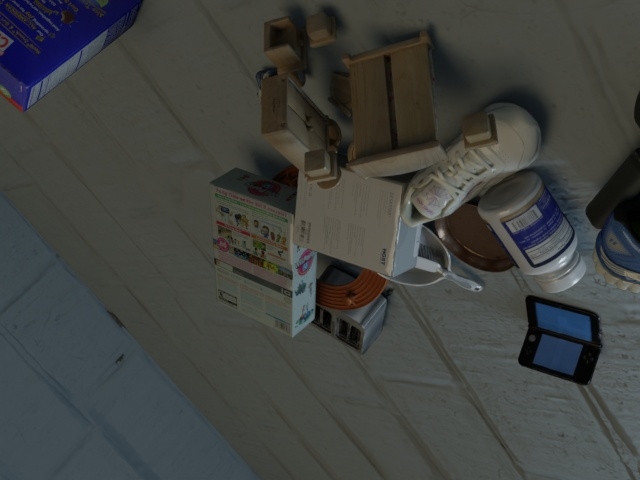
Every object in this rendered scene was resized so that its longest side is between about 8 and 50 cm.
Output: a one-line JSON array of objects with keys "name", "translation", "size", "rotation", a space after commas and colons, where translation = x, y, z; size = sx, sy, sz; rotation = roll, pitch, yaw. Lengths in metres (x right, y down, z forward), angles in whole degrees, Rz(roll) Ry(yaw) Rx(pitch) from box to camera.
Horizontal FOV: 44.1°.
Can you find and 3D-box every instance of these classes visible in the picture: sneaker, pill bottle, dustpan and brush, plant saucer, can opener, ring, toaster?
[{"name": "sneaker", "translation": [-0.089, -0.265, 1.499], "size": [0.058, 0.052, 0.135], "rotation": [27, 142, 39]}, {"name": "sneaker", "translation": [0.541, 0.023, 1.058], "size": [0.330, 0.130, 0.147], "rotation": [13, 146, 20]}, {"name": "pill bottle", "translation": [0.348, -0.010, 1.280], "size": [0.112, 0.112, 0.186], "rotation": [-10, 124, 53]}, {"name": "dustpan and brush", "translation": [0.220, 0.048, 1.535], "size": [0.211, 0.060, 0.147], "rotation": [19, 125, -16]}, {"name": "plant saucer", "translation": [0.287, -0.011, 1.429], "size": [0.168, 0.029, 0.168], "rotation": [28, 147, 20]}, {"name": "can opener", "translation": [0.447, -0.118, 1.087], "size": [0.280, 0.074, 0.093], "rotation": [102, 148, -55]}, {"name": "sneaker", "translation": [0.232, -0.103, 1.247], "size": [0.114, 0.152, 0.305], "rotation": [44, 149, -2]}, {"name": "ring", "translation": [0.000, 0.000, 1.654], "size": [0.336, 0.032, 0.336], "rotation": [20, 126, 30]}, {"name": "toaster", "translation": [0.062, 0.158, 1.824], "size": [0.168, 0.110, 0.185], "rotation": [29, 148, 17]}]

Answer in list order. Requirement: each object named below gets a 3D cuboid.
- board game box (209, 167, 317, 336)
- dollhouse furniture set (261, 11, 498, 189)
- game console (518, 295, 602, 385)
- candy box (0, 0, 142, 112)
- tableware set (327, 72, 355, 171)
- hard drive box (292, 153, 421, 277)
[{"name": "board game box", "translation": [-0.119, 0.025, 1.678], "size": [0.224, 0.097, 0.303], "rotation": [21, 127, 29]}, {"name": "dollhouse furniture set", "translation": [0.102, -0.228, 1.261], "size": [0.355, 0.303, 0.174], "rotation": [-10, 158, 21]}, {"name": "game console", "translation": [0.440, 0.187, 1.473], "size": [0.144, 0.124, 0.085], "rotation": [15, 168, 37]}, {"name": "candy box", "translation": [-0.545, -0.441, 1.492], "size": [0.268, 0.317, 0.122], "rotation": [43, 150, -4]}, {"name": "tableware set", "translation": [0.053, -0.201, 1.375], "size": [0.141, 0.020, 0.168], "rotation": [37, 129, 28]}, {"name": "hard drive box", "translation": [0.070, -0.054, 1.477], "size": [0.232, 0.089, 0.181], "rotation": [19, 114, 33]}]
